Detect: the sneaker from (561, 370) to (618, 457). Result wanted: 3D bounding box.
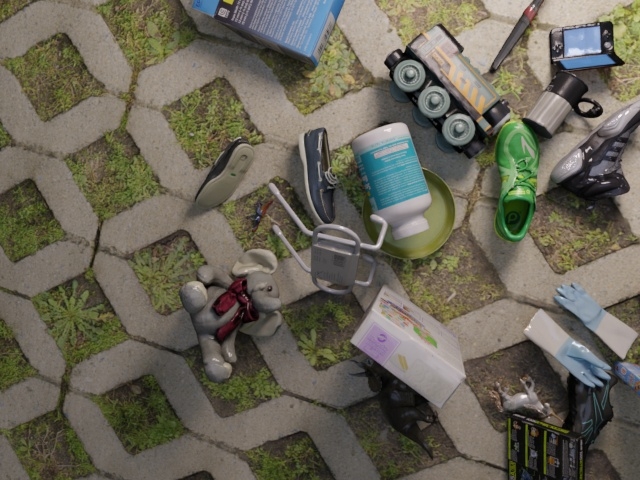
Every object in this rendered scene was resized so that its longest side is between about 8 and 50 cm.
[{"bbox_3d":[0.664,0.444,1.303,0.106,0.101,0.268,6,96,8],"label":"sneaker"}]

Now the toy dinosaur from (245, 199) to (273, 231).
[{"bbox_3d":[-0.169,-0.064,1.450,0.090,0.047,0.082,-6,112,1],"label":"toy dinosaur"}]

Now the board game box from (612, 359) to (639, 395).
[{"bbox_3d":[0.794,0.338,1.212,0.160,0.211,0.039,12,96,9],"label":"board game box"}]

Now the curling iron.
[{"bbox_3d":[0.503,-0.539,1.280,0.035,0.068,0.274,31,104,5],"label":"curling iron"}]

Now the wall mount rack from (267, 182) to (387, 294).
[{"bbox_3d":[0.000,0.000,1.323,0.303,0.350,0.131,15,61,6],"label":"wall mount rack"}]

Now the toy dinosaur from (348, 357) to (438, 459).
[{"bbox_3d":[0.215,0.422,1.394,0.160,0.121,0.314,-23,95,23],"label":"toy dinosaur"}]

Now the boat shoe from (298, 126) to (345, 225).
[{"bbox_3d":[0.008,-0.168,1.383,0.079,0.095,0.255,-13,83,22],"label":"boat shoe"}]

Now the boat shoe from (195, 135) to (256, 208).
[{"bbox_3d":[-0.266,-0.183,1.450,0.233,0.084,0.079,-49,47,17],"label":"boat shoe"}]

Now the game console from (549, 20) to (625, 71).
[{"bbox_3d":[0.627,-0.457,1.245,0.143,0.085,0.124,-3,94,10],"label":"game console"}]

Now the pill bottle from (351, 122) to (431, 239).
[{"bbox_3d":[0.180,-0.139,1.285,0.146,0.146,0.264,-19,90,11],"label":"pill bottle"}]

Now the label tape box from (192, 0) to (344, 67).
[{"bbox_3d":[-0.122,-0.636,1.359,0.347,0.115,0.249,25,98,10],"label":"label tape box"}]

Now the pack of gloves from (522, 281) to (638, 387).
[{"bbox_3d":[0.642,0.224,1.279,0.232,0.046,0.195,40,76,6],"label":"pack of gloves"}]

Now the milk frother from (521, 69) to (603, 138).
[{"bbox_3d":[0.574,-0.298,1.246,0.143,0.129,0.135,37,98,11],"label":"milk frother"}]

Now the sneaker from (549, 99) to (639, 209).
[{"bbox_3d":[0.694,-0.197,1.249,0.153,0.101,0.268,46,107,3],"label":"sneaker"}]

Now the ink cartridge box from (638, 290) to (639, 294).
[{"bbox_3d":[0.852,0.228,1.149,0.066,0.296,0.261,-32,88,11],"label":"ink cartridge box"}]

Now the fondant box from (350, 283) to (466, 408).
[{"bbox_3d":[0.211,0.232,1.253,0.238,0.330,0.096,36,100,7],"label":"fondant box"}]

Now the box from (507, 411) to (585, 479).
[{"bbox_3d":[0.554,0.547,1.307,0.184,0.045,0.191,3,96,54],"label":"box"}]

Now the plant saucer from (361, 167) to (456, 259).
[{"bbox_3d":[0.229,-0.072,1.374,0.240,0.037,0.241,1,95,11],"label":"plant saucer"}]

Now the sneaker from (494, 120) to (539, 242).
[{"bbox_3d":[0.479,-0.135,1.265,0.109,0.123,0.296,-2,104,7],"label":"sneaker"}]

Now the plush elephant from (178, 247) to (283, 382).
[{"bbox_3d":[-0.209,0.167,1.380,0.255,0.330,0.272,-16,105,-11],"label":"plush elephant"}]

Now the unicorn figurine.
[{"bbox_3d":[0.522,0.404,1.353,0.161,0.060,0.111,-15,92,28],"label":"unicorn figurine"}]

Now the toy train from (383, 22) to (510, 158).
[{"bbox_3d":[0.311,-0.363,1.292,0.190,0.142,0.334,-41,87,2],"label":"toy train"}]
